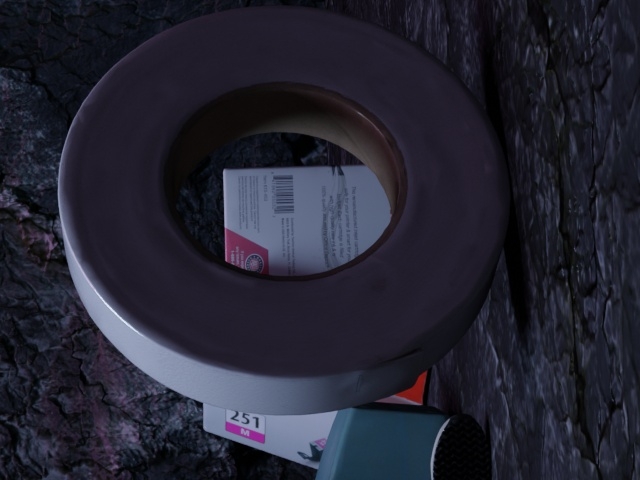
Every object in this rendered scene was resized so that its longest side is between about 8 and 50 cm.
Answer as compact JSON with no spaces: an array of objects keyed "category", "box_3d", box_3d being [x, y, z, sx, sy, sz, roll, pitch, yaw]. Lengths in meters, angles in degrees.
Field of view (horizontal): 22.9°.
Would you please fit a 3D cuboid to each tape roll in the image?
[{"category":"tape roll","box_3d":[-0.030,-0.034,1.360,0.072,0.392,0.392,97,171,-57]}]

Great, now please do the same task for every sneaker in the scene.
[{"category":"sneaker","box_3d":[0.127,0.244,1.491,0.075,0.057,0.161,164,103,-80]}]

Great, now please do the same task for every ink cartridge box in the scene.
[{"category":"ink cartridge box","box_3d":[-0.008,0.177,1.900,0.239,0.275,0.060,93,-160,-45]},{"category":"ink cartridge box","box_3d":[0.000,0.000,1.968,0.100,0.237,0.172,92,176,-71]}]

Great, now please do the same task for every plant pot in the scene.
[{"category":"plant pot","box_3d":[0.070,0.290,1.662,0.165,0.166,0.234,171,104,-86]}]
